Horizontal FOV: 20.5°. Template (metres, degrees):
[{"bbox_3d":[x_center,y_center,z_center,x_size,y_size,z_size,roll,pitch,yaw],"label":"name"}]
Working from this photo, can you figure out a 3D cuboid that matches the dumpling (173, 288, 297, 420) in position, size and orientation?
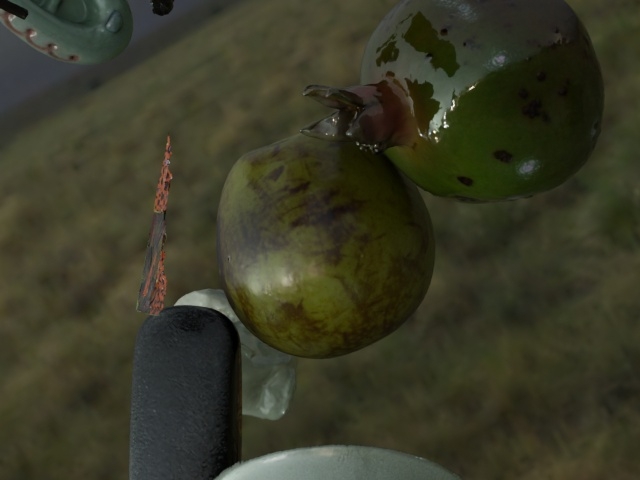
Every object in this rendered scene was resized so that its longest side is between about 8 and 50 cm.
[{"bbox_3d":[-0.124,0.149,2.329,0.151,0.229,0.124,-67,-16,-4],"label":"dumpling"}]

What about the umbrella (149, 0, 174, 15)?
[{"bbox_3d":[-0.186,-0.321,2.082,0.040,0.037,0.144,-53,-14,-31],"label":"umbrella"}]

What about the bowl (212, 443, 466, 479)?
[{"bbox_3d":[0.025,0.351,1.802,0.313,0.313,0.146,-25,43,32],"label":"bowl"}]

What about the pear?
[{"bbox_3d":[0.000,0.000,2.072,0.283,0.283,0.283,-29,8,5],"label":"pear"}]

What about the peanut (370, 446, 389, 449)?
[{"bbox_3d":[0.063,0.347,2.228,0.103,0.229,0.098,-31,46,-22],"label":"peanut"}]

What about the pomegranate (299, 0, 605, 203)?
[{"bbox_3d":[0.158,-0.145,1.952,0.323,0.291,0.291,-44,14,-29],"label":"pomegranate"}]

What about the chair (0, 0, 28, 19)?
[{"bbox_3d":[-0.360,-0.308,1.699,0.084,0.212,0.101,-49,35,27],"label":"chair"}]

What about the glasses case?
[{"bbox_3d":[-0.153,0.234,2.008,0.122,0.321,0.082,0,-5,9],"label":"glasses case"}]

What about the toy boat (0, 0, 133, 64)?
[{"bbox_3d":[-0.306,-0.289,2.067,0.079,0.208,0.134,-13,42,57],"label":"toy boat"}]

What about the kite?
[{"bbox_3d":[-0.150,0.022,1.554,0.222,0.008,0.125,-92,19,-44],"label":"kite"}]
